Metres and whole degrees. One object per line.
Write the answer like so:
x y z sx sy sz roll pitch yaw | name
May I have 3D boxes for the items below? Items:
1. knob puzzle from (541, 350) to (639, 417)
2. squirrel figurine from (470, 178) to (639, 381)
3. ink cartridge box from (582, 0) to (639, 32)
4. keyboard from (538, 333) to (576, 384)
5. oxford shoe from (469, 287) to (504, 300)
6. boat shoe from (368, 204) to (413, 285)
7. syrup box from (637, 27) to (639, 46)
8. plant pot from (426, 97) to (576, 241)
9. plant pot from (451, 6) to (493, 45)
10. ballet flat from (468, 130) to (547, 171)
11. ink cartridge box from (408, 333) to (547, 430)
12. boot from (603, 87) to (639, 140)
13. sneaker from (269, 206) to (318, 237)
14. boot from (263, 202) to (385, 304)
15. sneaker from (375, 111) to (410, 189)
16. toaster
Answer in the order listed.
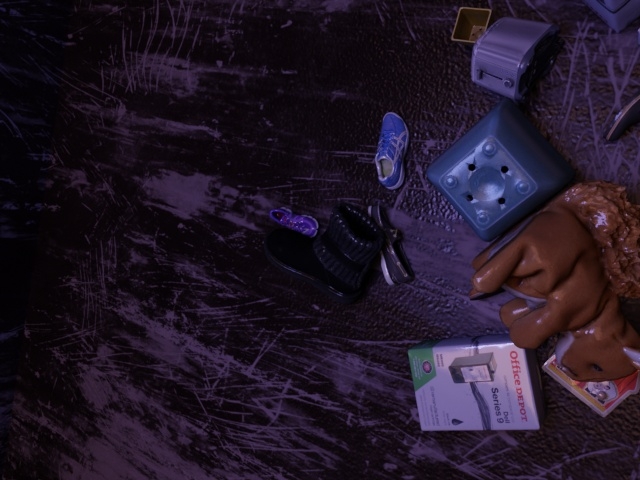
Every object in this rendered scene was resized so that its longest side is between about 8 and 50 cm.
0.639 0.280 1.235 0.213 0.030 0.213 1 92 23 | knob puzzle
0.560 0.093 1.123 0.397 0.281 0.370 -42 83 9 | squirrel figurine
0.555 -0.619 1.082 0.166 0.395 0.285 -43 70 26 | ink cartridge box
0.575 0.243 1.291 0.108 0.023 0.180 17 98 23 | keyboard
0.453 0.080 1.336 0.212 0.076 0.076 -34 66 15 | oxford shoe
0.191 0.006 1.481 0.068 0.081 0.228 -18 89 26 | boat shoe
0.791 -0.399 1.117 0.237 0.093 0.096 44 111 22 | syrup box
0.386 -0.142 1.207 0.248 0.252 0.247 -43 85 28 | plant pot
0.387 -0.525 1.357 0.081 0.083 0.081 19 99 29 | plant pot
0.445 -0.222 1.327 0.206 0.073 0.067 -32 116 25 | ballet flat
0.386 0.349 1.342 0.289 0.121 0.211 -12 85 29 | ink cartridge box
0.730 -0.271 1.170 0.137 0.077 0.198 42 113 16 | boot
-0.084 -0.052 1.643 0.170 0.071 0.068 20 101 27 | sneaker
0.003 -0.002 1.500 0.348 0.131 0.260 28 136 16 | boot
0.193 -0.247 1.474 0.080 0.081 0.211 -2 88 32 | sneaker
0.455 -0.437 1.269 0.146 0.129 0.227 29 63 30 | toaster
